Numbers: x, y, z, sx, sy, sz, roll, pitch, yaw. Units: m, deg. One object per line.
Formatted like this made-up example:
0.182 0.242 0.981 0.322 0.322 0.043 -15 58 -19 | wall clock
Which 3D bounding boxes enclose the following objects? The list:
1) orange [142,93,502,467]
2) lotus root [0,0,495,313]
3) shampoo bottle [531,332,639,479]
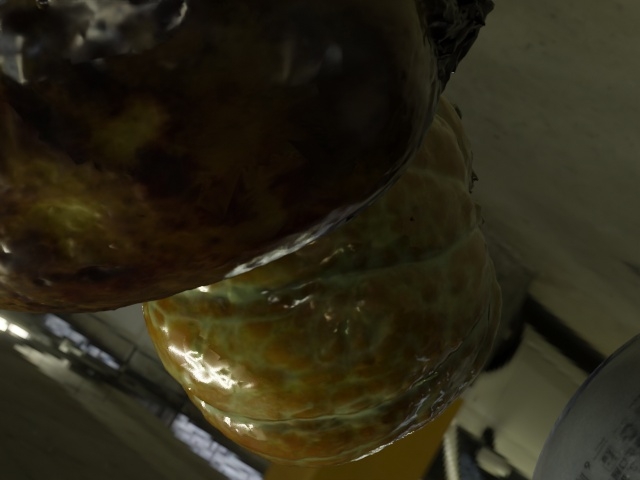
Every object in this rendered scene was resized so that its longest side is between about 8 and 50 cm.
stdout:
0.000 0.000 0.817 0.249 0.329 0.329 -11 169 4 | orange
-0.070 -0.058 0.414 0.141 0.314 0.169 -108 -5 -61 | lotus root
0.256 0.177 0.546 0.273 0.273 0.266 34 -174 -33 | shampoo bottle
